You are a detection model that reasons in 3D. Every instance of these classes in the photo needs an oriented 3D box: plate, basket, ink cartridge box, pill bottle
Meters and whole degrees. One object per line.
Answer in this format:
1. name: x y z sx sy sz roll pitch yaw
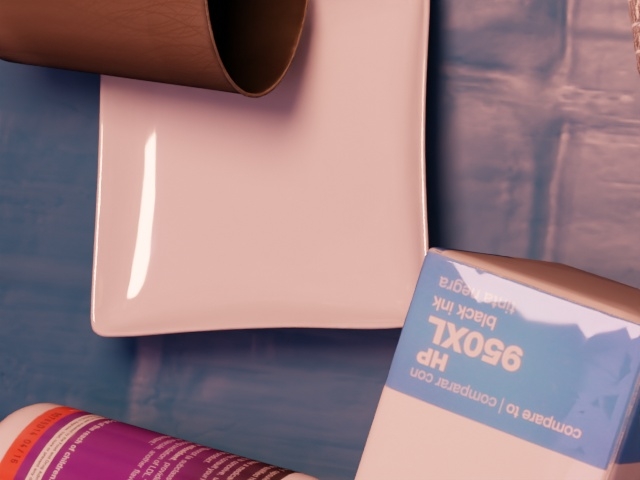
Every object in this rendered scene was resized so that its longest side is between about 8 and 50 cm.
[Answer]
1. plate: -0.042 -0.064 1.503 0.277 0.045 0.278 -3 80 23
2. basket: -0.143 -0.200 1.470 0.227 0.154 0.204 -1 71 27
3. ink cartridge box: 0.128 0.218 1.306 0.166 0.285 0.395 19 95 23
4. pill bottle: -0.104 0.241 1.455 0.323 0.181 0.181 13 93 22

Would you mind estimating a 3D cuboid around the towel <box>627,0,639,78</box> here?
1. towel: 0.290 -0.108 1.283 0.121 0.235 0.283 -11 83 25
